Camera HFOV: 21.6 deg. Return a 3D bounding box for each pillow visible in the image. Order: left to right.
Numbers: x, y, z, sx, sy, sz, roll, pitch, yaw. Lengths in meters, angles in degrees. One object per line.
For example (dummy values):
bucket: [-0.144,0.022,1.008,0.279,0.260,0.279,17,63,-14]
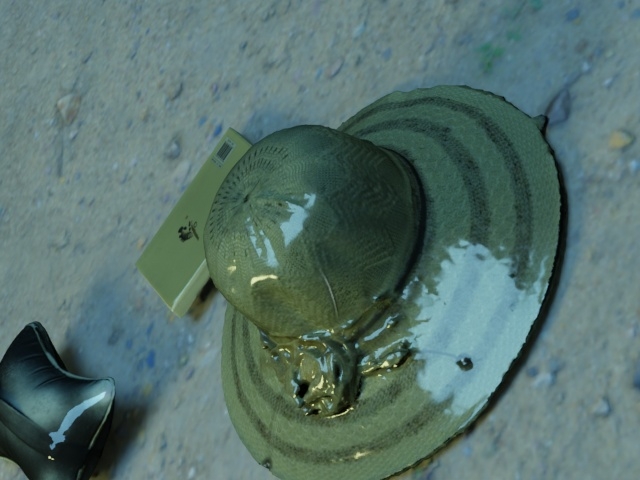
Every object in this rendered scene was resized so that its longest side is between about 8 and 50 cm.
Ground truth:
pillow: [-0.173,0.112,1.056,0.091,0.055,0.136,-48,38,-15]

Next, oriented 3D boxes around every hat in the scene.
hat: [0.000,0.000,0.895,0.252,0.110,0.252,-27,48,35]

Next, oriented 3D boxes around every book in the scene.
book: [-0.071,-0.012,1.047,0.111,0.014,0.077,-55,31,5]
